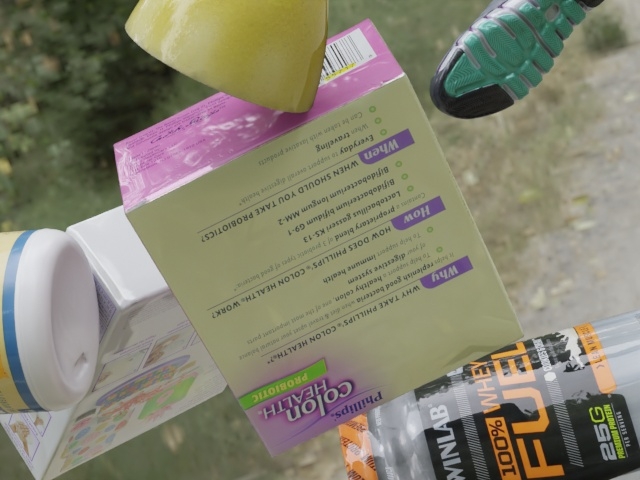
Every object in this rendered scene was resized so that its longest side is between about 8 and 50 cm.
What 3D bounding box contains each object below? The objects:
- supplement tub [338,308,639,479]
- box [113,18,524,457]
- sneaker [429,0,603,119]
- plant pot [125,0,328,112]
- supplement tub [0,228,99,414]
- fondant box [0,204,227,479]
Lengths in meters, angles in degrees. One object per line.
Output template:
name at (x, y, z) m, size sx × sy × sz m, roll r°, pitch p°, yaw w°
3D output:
supplement tub at (0.186, 0.189, 1.334) m, size 0.316 × 0.193 × 0.193 m, roll -17°, pitch 16°, yaw 4°
box at (0.000, 0.000, 1.093) m, size 0.214 × 0.243 × 0.117 m, roll -27°, pitch 29°, yaw 3°
sneaker at (0.178, -0.196, 1.367) m, size 0.224 × 0.083 × 0.098 m, roll -42°, pitch 23°, yaw -8°
plant pot at (-0.047, -0.156, 0.967) m, size 0.134 × 0.095 × 0.134 m, roll 23°, pitch 17°, yaw -8°
supplement tub at (-0.289, 0.068, 1.174) m, size 0.200 × 0.144 × 0.144 m, roll -5°, pitch 18°, yaw 10°
fondant box at (-0.157, 0.075, 1.403) m, size 0.238 × 0.096 × 0.330 m, roll -25°, pitch -23°, yaw -37°
